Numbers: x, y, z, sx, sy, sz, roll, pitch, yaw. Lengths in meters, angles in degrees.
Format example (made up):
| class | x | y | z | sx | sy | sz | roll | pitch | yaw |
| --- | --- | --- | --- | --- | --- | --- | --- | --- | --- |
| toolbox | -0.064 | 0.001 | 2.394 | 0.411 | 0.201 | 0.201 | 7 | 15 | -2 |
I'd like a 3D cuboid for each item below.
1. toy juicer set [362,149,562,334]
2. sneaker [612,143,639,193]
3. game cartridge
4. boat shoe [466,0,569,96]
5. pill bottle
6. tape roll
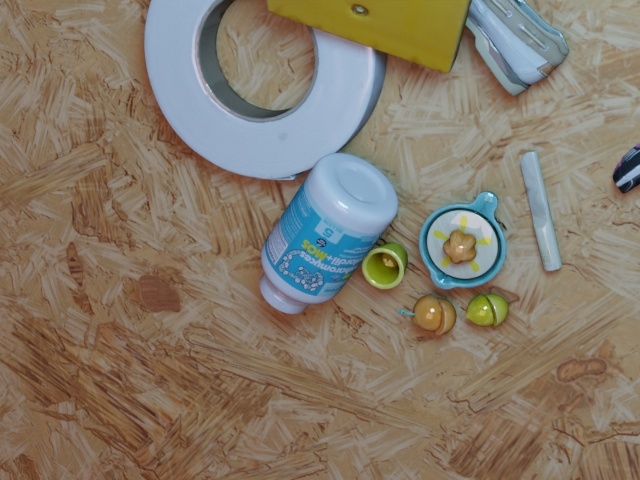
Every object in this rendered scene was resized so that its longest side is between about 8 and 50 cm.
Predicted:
| class | x | y | z | sx | sy | sz | roll | pitch | yaw |
| --- | --- | --- | --- | --- | --- | --- | --- | --- | --- |
| toy juicer set | 0.240 | 0.035 | 1.536 | 0.329 | 0.089 | 0.209 | -32 | 94 | 27 |
| sneaker | 0.494 | -0.112 | 1.401 | 0.077 | 0.072 | 0.178 | 46 | 124 | -11 |
| game cartridge | 0.062 | -0.356 | 1.292 | 0.285 | 0.324 | 0.053 | 21 | 70 | 6 |
| boat shoe | 0.231 | -0.352 | 1.399 | 0.103 | 0.113 | 0.302 | -32 | 105 | 26 |
| pill bottle | 0.000 | 0.000 | 1.574 | 0.146 | 0.146 | 0.264 | 38 | 128 | 5 |
| tape roll | -0.088 | -0.289 | 1.558 | 0.392 | 0.072 | 0.392 | 7 | 111 | 18 |
